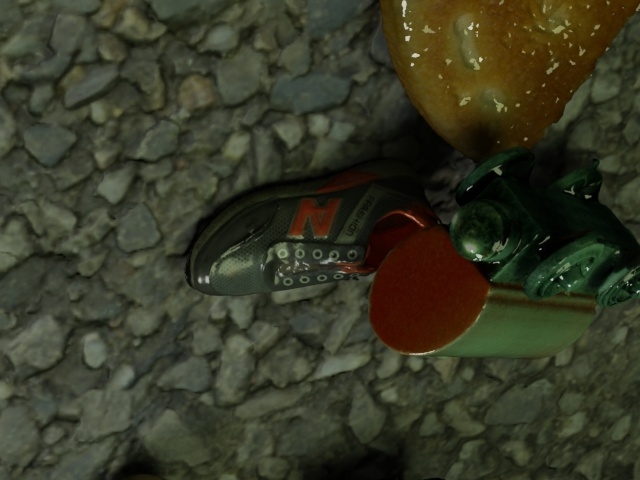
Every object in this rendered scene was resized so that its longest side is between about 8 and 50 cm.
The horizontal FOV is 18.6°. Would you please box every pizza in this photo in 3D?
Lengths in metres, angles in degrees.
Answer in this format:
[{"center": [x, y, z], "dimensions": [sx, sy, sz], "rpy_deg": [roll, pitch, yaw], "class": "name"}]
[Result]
[{"center": [0.147, -0.187, 1.370], "dimensions": [0.228, 0.081, 0.289], "rpy_deg": [-23, 133, -3], "class": "pizza"}]

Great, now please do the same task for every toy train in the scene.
[{"center": [0.144, 0.027, 1.441], "dimensions": [0.177, 0.116, 0.285], "rpy_deg": [-43, 160, 17], "class": "toy train"}]

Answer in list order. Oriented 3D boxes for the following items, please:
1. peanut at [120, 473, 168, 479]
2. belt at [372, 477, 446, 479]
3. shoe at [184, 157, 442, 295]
[{"center": [-0.175, 0.277, 1.499], "dimensions": [0.228, 0.104, 0.085], "rpy_deg": [-48, 168, 5], "class": "peanut"}, {"center": [0.073, 0.337, 1.586], "dimensions": [0.164, 0.184, 0.289], "rpy_deg": [-7, 88, -26], "class": "belt"}, {"center": [-0.001, 0.001, 1.420], "dimensions": [0.194, 0.077, 0.074], "rpy_deg": [-19, 129, -17], "class": "shoe"}]
